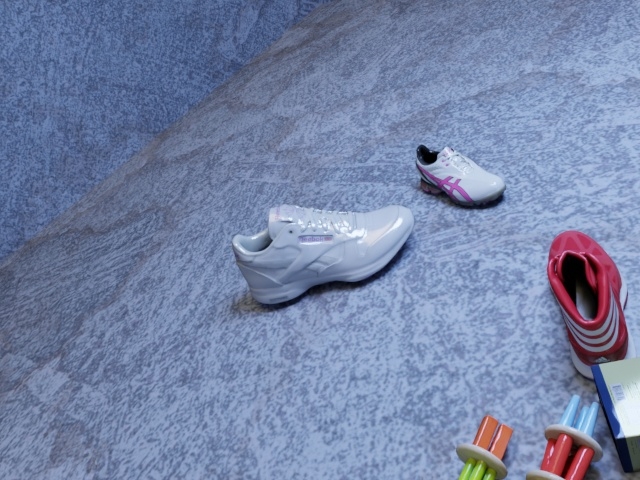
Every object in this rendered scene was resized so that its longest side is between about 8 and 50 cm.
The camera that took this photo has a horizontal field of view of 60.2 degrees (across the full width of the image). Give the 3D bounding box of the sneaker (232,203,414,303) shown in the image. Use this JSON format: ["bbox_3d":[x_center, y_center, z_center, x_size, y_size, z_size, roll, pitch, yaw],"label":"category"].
[{"bbox_3d":[0.000,0.000,0.889,0.305,0.152,0.114,-21,30,10],"label":"sneaker"}]

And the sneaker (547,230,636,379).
[{"bbox_3d":[0.299,0.033,0.622,0.087,0.128,0.221,-16,35,19],"label":"sneaker"}]

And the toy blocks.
[{"bbox_3d":[0.195,0.206,0.527,0.123,0.054,0.148,6,46,43],"label":"toy blocks"}]

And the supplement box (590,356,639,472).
[{"bbox_3d":[0.307,0.156,0.507,0.083,0.056,0.083,-17,33,20],"label":"supplement box"}]

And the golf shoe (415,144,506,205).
[{"bbox_3d":[0.227,-0.113,0.933,0.067,0.086,0.186,-39,34,-19],"label":"golf shoe"}]
